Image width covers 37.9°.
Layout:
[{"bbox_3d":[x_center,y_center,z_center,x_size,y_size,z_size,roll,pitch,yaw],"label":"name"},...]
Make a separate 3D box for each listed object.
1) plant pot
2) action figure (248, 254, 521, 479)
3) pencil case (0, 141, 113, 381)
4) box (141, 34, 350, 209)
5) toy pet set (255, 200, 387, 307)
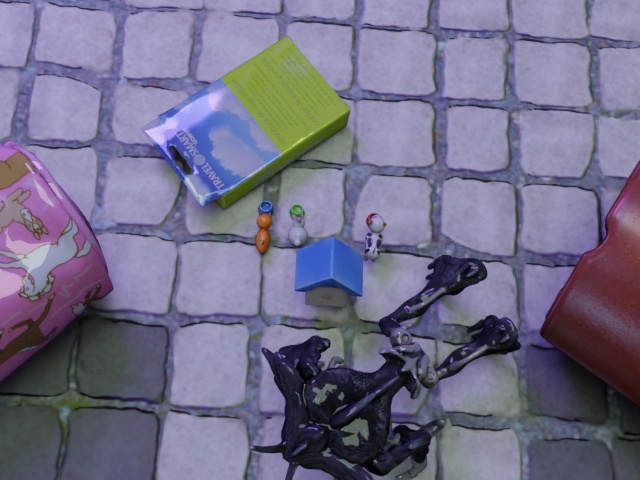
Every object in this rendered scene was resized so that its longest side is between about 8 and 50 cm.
[{"bbox_3d":[0.350,0.063,0.785,0.265,0.272,0.272,31,71,15],"label":"plant pot"},{"bbox_3d":[0.046,0.129,0.794,0.276,0.141,0.164,-32,77,-30],"label":"action figure"},{"bbox_3d":[-0.366,0.079,0.769,0.386,0.160,0.167,-38,53,-15],"label":"pencil case"},{"bbox_3d":[-0.072,-0.113,0.918,0.178,0.042,0.109,-35,76,-15],"label":"box"},{"bbox_3d":[0.000,0.000,0.860,0.122,0.065,0.114,5,58,-3],"label":"toy pet set"}]
